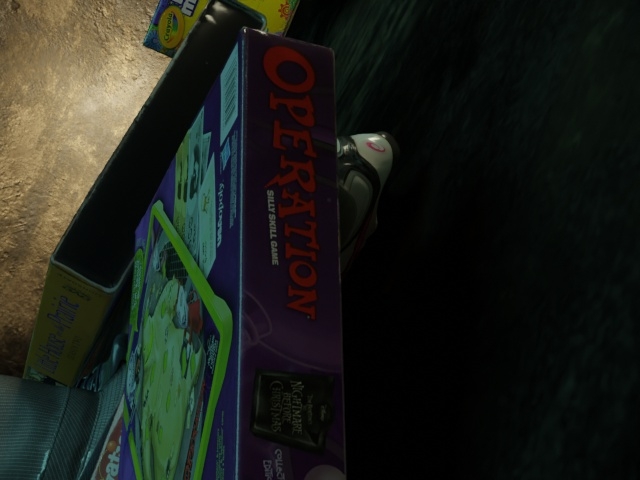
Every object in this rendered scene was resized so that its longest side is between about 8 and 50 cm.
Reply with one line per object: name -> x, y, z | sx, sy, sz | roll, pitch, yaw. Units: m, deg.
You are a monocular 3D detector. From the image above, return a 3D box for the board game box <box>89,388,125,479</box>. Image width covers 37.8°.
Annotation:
board game box -> -0.085, 0.092, 0.632 | 0.145, 0.027, 0.281 | 50, -122, -70

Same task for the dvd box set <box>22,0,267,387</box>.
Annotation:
dvd box set -> -0.194, -0.020, 0.955 | 0.308, 0.062, 0.420 | -65, 9, -27

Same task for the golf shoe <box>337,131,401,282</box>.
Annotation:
golf shoe -> 0.000, 0.000, 0.556 | 0.086, 0.067, 0.186 | -30, -13, -21

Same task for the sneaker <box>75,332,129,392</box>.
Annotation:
sneaker -> -0.323, 0.232, 1.280 | 0.111, 0.121, 0.300 | -86, 23, -52

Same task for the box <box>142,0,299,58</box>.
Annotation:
box -> -0.126, -0.390, 1.395 | 0.279, 0.177, 0.290 | -126, 60, -76

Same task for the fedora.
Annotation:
fedora -> -0.287, 0.222, 0.861 | 0.275, 0.124, 0.244 | -67, 14, 4

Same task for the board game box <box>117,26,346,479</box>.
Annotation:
board game box -> -0.048, 0.113, 0.391 | 0.208, 0.056, 0.347 | -41, 44, 54

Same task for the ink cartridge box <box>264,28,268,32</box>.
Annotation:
ink cartridge box -> -0.067, -0.101, 0.935 | 0.115, 0.067, 0.198 | -98, 31, -65

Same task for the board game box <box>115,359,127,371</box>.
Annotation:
board game box -> -0.203, 0.271, 0.870 | 0.318, 0.066, 0.318 | -71, 14, -12
